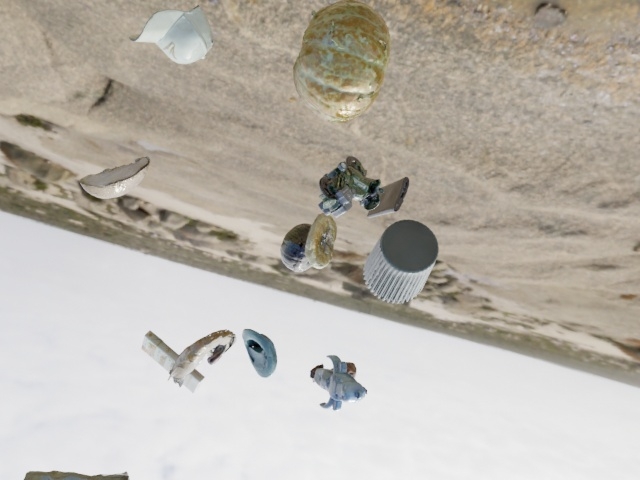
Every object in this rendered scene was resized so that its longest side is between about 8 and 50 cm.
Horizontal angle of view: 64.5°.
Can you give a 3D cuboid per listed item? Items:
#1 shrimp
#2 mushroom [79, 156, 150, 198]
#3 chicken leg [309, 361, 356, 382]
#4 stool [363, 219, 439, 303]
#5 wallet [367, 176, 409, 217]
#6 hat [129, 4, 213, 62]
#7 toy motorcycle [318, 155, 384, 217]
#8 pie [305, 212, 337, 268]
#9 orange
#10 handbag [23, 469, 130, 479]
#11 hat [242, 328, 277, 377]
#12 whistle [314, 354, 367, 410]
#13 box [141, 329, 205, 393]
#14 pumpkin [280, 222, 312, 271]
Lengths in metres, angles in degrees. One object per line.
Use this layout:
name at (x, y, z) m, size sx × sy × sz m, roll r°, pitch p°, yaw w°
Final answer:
shrimp at (-0.320, 0.315, 1.384) m, size 0.173 × 0.253 × 0.058 m, roll -12°, pitch -120°, yaw -44°
mushroom at (-0.605, -0.181, 1.526) m, size 0.209 × 0.072 × 0.094 m, roll -24°, pitch 158°, yaw -23°
chicken leg at (0.056, 0.572, 2.152) m, size 0.093 × 0.113 × 0.304 m, roll 34°, pitch -169°, yaw 36°
stool at (0.355, 0.089, 2.235) m, size 0.296 × 0.297 × 0.330 m, roll 16°, pitch 155°, yaw 3°
wallet at (0.317, -0.193, 2.380) m, size 0.044 × 0.171 × 0.321 m, roll 24°, pitch 170°, yaw -13°
hat at (-0.589, -0.789, 2.007) m, size 0.257 × 0.168 × 0.301 m, roll -20°, pitch -175°, yaw 41°
toy motorcycle at (0.095, -0.156, 1.598) m, size 0.124 × 0.274 × 0.187 m, roll -32°, pitch 97°, yaw 42°
pie at (-0.003, -0.001, 1.966) m, size 0.052 × 0.218 × 0.185 m, roll 9°, pitch 176°, yaw 33°
orange at (0.056, -0.495, 1.414) m, size 0.248 × 0.330 × 0.329 m, roll 18°, pitch 175°, yaw -13°
handbag at (-0.482, 0.614, 1.100) m, size 0.252 × 0.316 × 0.109 m, roll -3°, pitch -152°, yaw 13°
hat at (-0.202, 0.378, 1.770) m, size 0.138 × 0.191 × 0.077 m, roll 2°, pitch -158°, yaw 40°
whistle at (0.057, 0.479, 1.686) m, size 0.093 × 0.180 × 0.269 m, roll 11°, pitch 174°, yaw -33°
box at (-0.456, 0.375, 1.559) m, size 0.220 × 0.032 × 0.122 m, roll 39°, pitch 142°, yaw 3°
pumpkin at (-0.080, 0.038, 2.367) m, size 0.159 × 0.238 × 0.238 m, roll 28°, pitch -178°, yaw 30°
